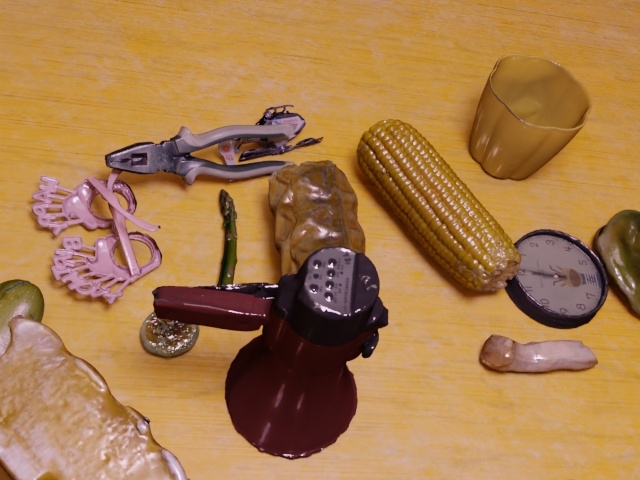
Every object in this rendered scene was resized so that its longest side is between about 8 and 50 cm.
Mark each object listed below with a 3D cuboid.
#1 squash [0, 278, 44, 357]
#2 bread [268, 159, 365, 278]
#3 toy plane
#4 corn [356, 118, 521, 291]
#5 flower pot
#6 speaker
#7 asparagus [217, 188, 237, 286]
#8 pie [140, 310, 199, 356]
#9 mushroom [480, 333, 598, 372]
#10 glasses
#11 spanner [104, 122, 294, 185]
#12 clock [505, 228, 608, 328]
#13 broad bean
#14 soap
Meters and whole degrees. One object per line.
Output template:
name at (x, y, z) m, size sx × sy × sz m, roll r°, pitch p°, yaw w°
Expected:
squash at (-0.442, 0.189, 0.928) m, size 0.095 × 0.094 × 0.340 m, roll 12°, pitch 54°, yaw -6°
bread at (0.000, 0.000, 1.144) m, size 0.152 × 0.130 × 0.267 m, roll 5°, pitch 55°, yaw -21°
toy plane at (-0.094, -0.187, 1.296) m, size 0.197 × 0.053 × 0.078 m, roll -19°, pitch 81°, yaw -29°
corn at (0.193, -0.058, 1.228) m, size 0.131 × 0.131 × 0.344 m, roll -24°, pitch 65°, yaw -27°
flower pot at (0.367, -0.214, 1.348) m, size 0.195 × 0.179 × 0.195 m, roll 8°, pitch 54°, yaw -10°
speaker at (-0.054, 0.112, 0.944) m, size 0.259 × 0.329 × 0.198 m, roll 27°, pitch 54°, yaw 14°
asparagus at (-0.148, 0.012, 1.159) m, size 0.034 × 0.027 × 0.236 m, roll -2°, pitch 56°, yaw -1°
pie at (-0.220, 0.133, 1.064) m, size 0.085 × 0.017 × 0.085 m, roll 6°, pitch 54°, yaw -9°
mushroom at (0.351, 0.179, 1.155) m, size 0.202 × 0.054 × 0.059 m, roll 5°, pitch 54°, yaw -16°
glasses at (-0.336, -0.022, 1.097) m, size 0.162 × 0.095 × 0.255 m, roll -19°, pitch 60°, yaw -24°
spanner at (-0.188, -0.140, 1.200) m, size 0.325 × 0.095 × 0.040 m, roll -8°, pitch 17°, yaw -29°
clock at (0.402, 0.062, 1.252) m, size 0.185 × 0.040 × 0.184 m, roll 7°, pitch 55°, yaw -10°
broad bean at (0.558, 0.041, 1.284) m, size 0.153 × 0.072 × 0.206 m, roll 0°, pitch 56°, yaw -15°
soap at (-0.263, 0.243, 0.817) m, size 0.259 × 0.281 × 0.143 m, roll 37°, pitch 58°, yaw 13°
